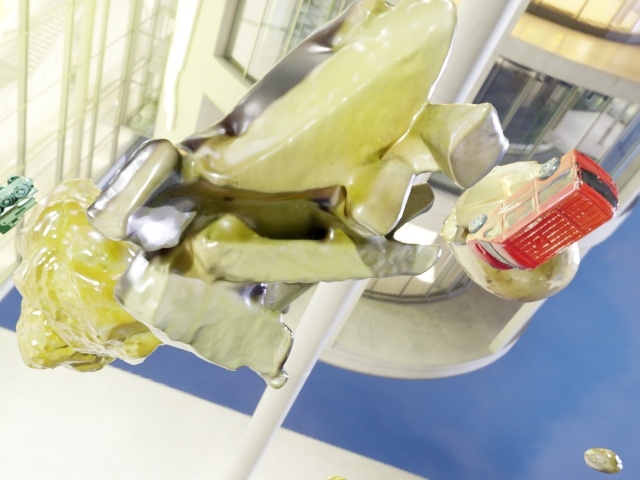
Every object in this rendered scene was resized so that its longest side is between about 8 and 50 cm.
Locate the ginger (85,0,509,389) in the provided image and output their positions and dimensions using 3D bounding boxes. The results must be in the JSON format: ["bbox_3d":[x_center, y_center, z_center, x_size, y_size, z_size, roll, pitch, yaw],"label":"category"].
[{"bbox_3d":[0.000,0.000,0.522,0.211,0.413,0.358,34,-134,16],"label":"ginger"}]

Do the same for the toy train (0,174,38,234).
[{"bbox_3d":[-0.421,-0.051,0.767,0.083,0.053,0.033,-41,-126,-13],"label":"toy train"}]

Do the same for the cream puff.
[{"bbox_3d":[-0.375,0.062,0.886,0.269,0.274,0.323,-29,-137,-3],"label":"cream puff"}]

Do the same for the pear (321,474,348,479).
[{"bbox_3d":[0.020,0.463,0.978,0.092,0.092,0.097,35,-135,13],"label":"pear"}]

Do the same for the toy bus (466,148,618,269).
[{"bbox_3d":[0.270,-0.019,0.710,0.081,0.195,0.089,37,-138,-10],"label":"toy bus"}]

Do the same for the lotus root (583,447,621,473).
[{"bbox_3d":[0.653,0.513,1.313,0.049,0.099,0.054,-39,-83,-24],"label":"lotus root"}]

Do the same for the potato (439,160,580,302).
[{"bbox_3d":[0.346,-0.002,0.986,0.242,0.243,0.285,25,-160,0],"label":"potato"}]
